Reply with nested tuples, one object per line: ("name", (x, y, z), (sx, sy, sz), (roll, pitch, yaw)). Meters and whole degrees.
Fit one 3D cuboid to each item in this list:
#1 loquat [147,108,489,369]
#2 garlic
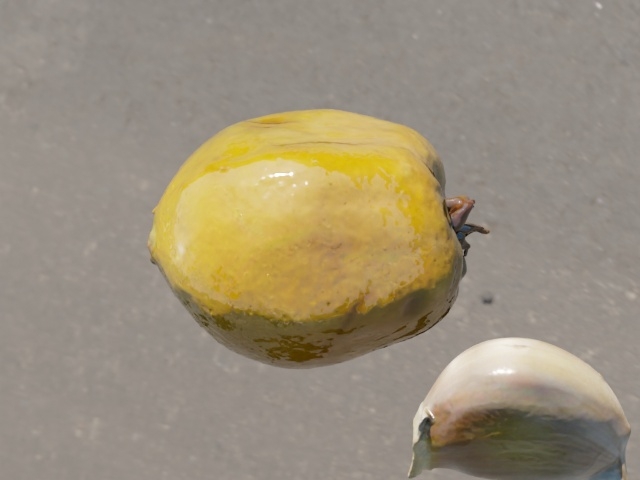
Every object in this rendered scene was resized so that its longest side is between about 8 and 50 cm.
("loquat", (0.000, 0.000, 1.013), (0.234, 0.176, 0.187), (-2, 39, -3))
("garlic", (0.226, 0.173, 1.442), (0.267, 0.148, 0.128), (14, 51, 10))
